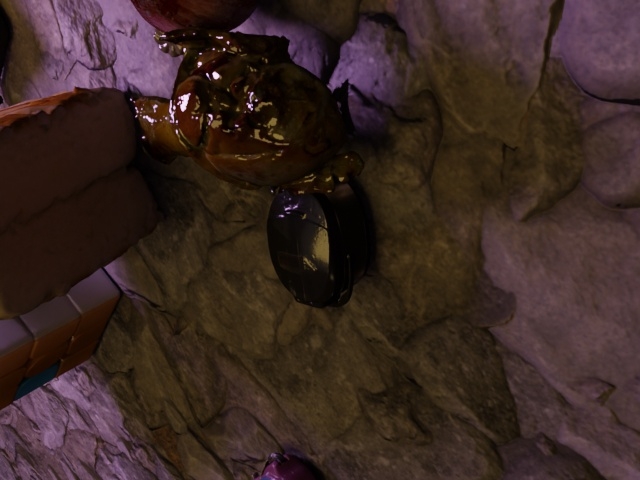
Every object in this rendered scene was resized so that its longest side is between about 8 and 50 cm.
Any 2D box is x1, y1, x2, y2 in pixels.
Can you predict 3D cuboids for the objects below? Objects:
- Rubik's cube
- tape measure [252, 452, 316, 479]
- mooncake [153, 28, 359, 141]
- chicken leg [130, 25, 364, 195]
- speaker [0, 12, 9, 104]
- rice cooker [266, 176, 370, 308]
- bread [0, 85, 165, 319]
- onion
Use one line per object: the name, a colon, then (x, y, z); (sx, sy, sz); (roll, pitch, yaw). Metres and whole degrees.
Rubik's cube: (-0.615, 0.128, 1.398); (0.290, 0.291, 0.291); (49, 136, 9)
tape measure: (-0.054, 0.417, 1.205); (0.125, 0.074, 0.118); (52, 143, 14)
mooncake: (-0.078, -0.210, 0.886); (0.347, 0.057, 0.150); (16, 136, 44)
chicken leg: (-0.130, -0.150, 0.827); (0.361, 0.140, 0.211); (15, 137, 39)
speaker: (-0.708, -0.420, 1.254); (0.388, 0.180, 0.184); (58, 143, 0)
rice cooker: (0.000, 0.000, 0.890); (0.112, 0.106, 0.165); (12, 125, 38)
bread: (-0.496, -0.045, 1.072); (0.390, 0.371, 0.279); (-11, 111, 26)
onion: (-0.161, -0.301, 0.797); (0.160, 0.195, 0.159); (8, 104, 35)
